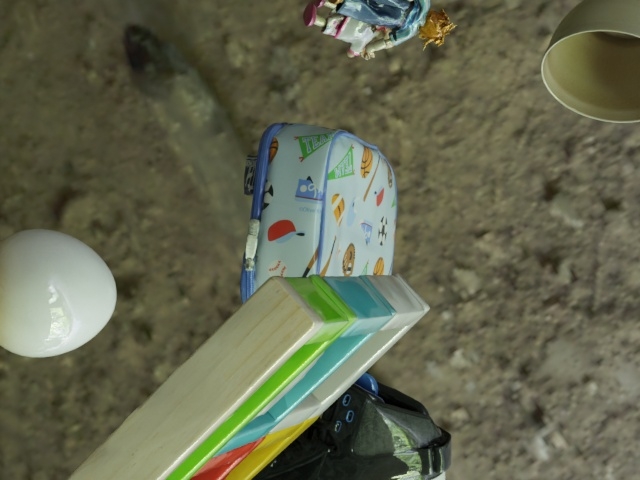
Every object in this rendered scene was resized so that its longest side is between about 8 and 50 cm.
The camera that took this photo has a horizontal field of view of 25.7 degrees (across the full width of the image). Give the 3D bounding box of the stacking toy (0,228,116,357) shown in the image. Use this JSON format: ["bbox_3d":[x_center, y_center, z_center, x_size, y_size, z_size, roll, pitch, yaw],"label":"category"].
[{"bbox_3d":[-0.421,0.054,1.234,0.350,0.479,0.351,-178,90,-72],"label":"stacking toy"}]

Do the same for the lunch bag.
[{"bbox_3d":[0.000,0.000,1.609,0.114,0.303,0.243,6,86,20],"label":"lunch bag"}]

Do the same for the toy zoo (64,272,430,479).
[{"bbox_3d":[-0.039,0.091,0.718,0.192,0.293,0.030,-44,79,9],"label":"toy zoo"}]

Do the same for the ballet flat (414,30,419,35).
[{"bbox_3d":[0.079,-0.337,1.824,0.058,0.084,0.250,50,180,35],"label":"ballet flat"}]

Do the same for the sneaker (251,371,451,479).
[{"bbox_3d":[-0.020,0.139,0.944,0.079,0.216,0.121,-106,21,-76],"label":"sneaker"}]

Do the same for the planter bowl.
[{"bbox_3d":[0.347,-0.230,1.635,0.162,0.109,0.162,14,150,8],"label":"planter bowl"}]

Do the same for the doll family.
[{"bbox_3d":[0.104,-0.319,1.768,0.263,0.163,0.118,-59,30,27],"label":"doll family"}]
